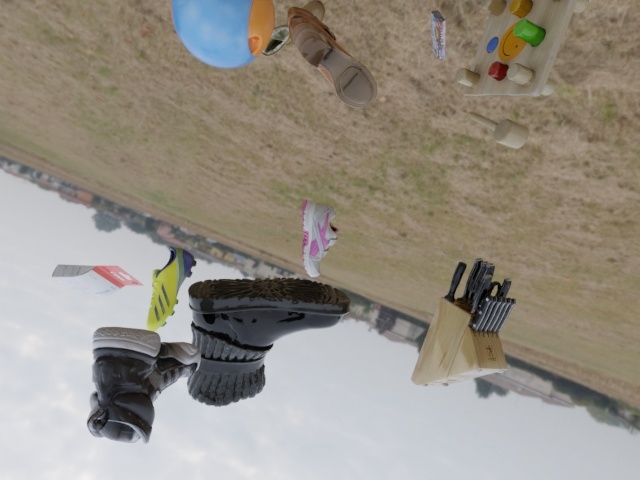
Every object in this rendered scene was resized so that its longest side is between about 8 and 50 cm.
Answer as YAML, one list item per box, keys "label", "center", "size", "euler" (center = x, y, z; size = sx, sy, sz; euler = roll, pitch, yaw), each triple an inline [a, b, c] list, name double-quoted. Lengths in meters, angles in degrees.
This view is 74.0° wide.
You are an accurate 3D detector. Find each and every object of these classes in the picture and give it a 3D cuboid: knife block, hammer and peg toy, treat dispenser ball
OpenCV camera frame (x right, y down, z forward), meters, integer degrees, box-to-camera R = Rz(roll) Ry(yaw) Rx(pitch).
- label: "knife block"
  center: [0.302, 0.179, 0.940]
  size: [0.088, 0.242, 0.275]
  euler: [11, 148, -27]
- label: "hammer and peg toy"
  center: [0.448, -0.423, 1.029]
  size: [0.127, 0.362, 0.266]
  euler: [11, -166, -23]
- label: "treat dispenser ball"
  center: [-0.273, -0.641, 1.198]
  size: [0.288, 0.288, 0.288]
  euler: [22, 174, 2]

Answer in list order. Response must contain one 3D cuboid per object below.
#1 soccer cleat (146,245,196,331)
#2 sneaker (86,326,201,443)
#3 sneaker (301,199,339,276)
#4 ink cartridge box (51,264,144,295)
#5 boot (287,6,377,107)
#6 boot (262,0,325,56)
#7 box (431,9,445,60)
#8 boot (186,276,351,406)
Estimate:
- label: "soccer cleat"
  center: [-0.515, 0.154, 1.393]
  size: [0.121, 0.289, 0.093]
  euler: [35, 155, -35]
- label: "sneaker"
  center: [-0.273, 0.228, 0.659]
  size: [0.101, 0.153, 0.269]
  euler: [2, 158, 8]
- label: "sneaker"
  center: [0.000, 0.000, 1.286]
  size: [0.111, 0.252, 0.103]
  euler: [0, -152, -4]
- label: "ink cartridge box"
  center: [-0.784, 0.146, 1.509]
  size: [0.232, 0.066, 0.189]
  euler: [5, 154, 11]
- label: "boot"
  center: [0.025, -0.490, 1.134]
  size: [0.283, 0.109, 0.220]
  euler: [20, -143, -36]
- label: "boot"
  center: [-0.093, -0.762, 1.528]
  size: [0.089, 0.236, 0.270]
  euler: [46, -154, -16]
- label: "box"
  center: [0.416, -0.723, 1.497]
  size: [0.027, 0.094, 0.137]
  euler: [-12, 139, 6]
- label: "boot"
  center: [-0.114, 0.218, 0.908]
  size: [0.347, 0.260, 0.131]
  euler: [2, -164, 0]
